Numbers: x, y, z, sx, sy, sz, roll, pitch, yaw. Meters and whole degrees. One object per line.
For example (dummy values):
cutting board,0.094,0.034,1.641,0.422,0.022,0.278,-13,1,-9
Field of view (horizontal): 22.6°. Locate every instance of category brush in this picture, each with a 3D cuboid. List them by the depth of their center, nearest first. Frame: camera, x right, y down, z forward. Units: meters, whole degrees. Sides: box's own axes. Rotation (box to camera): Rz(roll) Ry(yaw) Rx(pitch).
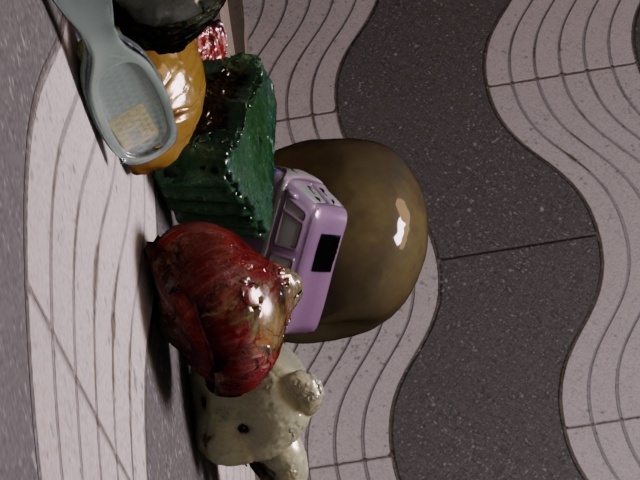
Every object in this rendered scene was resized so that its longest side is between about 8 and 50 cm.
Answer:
brush,-0.179,-0.163,1.310,0.060,0.068,0.297,58,-8,29

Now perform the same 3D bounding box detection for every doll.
doll,-0.081,0.203,1.796,0.149,0.175,0.278,-57,163,-21

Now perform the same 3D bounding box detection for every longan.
longan,0.000,0.000,2.173,0.350,0.288,0.288,-15,-98,47

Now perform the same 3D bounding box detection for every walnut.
walnut,-0.156,-0.163,1.555,0.211,0.087,0.167,-98,174,-53

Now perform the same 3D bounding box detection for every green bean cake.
green bean cake,-0.116,-0.122,1.787,0.193,0.107,0.208,60,32,-63

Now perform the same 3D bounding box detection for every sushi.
sushi,-0.143,-0.272,1.369,0.212,0.147,0.115,64,-2,6

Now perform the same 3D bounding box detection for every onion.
onion,-0.090,0.058,1.573,0.184,0.147,0.184,50,-27,38

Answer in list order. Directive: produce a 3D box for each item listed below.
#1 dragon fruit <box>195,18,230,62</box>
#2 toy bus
dragon fruit,-0.146,-0.170,1.920,0.122,0.092,0.192,74,7,-79
toy bus,-0.057,0.009,1.967,0.142,0.142,0.202,5,100,-67
